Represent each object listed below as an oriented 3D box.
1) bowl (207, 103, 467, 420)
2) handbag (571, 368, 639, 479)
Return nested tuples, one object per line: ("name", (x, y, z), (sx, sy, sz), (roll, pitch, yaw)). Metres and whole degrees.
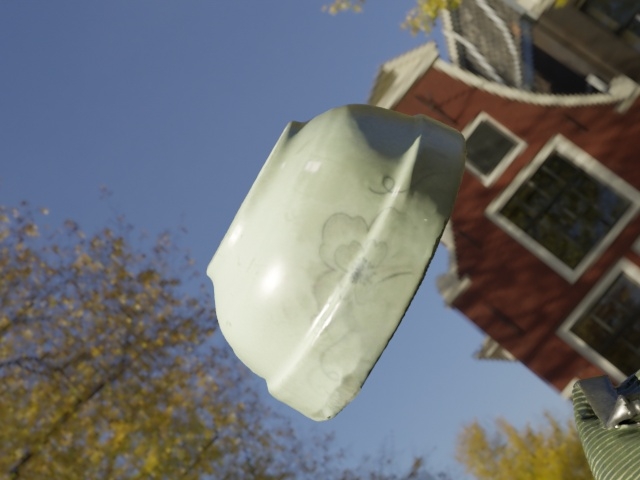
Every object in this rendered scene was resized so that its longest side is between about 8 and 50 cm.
("bowl", (0.000, 0.000, 1.068), (0.307, 0.163, 0.307), (-61, 5, 9))
("handbag", (0.388, 0.168, 0.974), (0.340, 0.240, 0.247), (-42, -57, 13))
